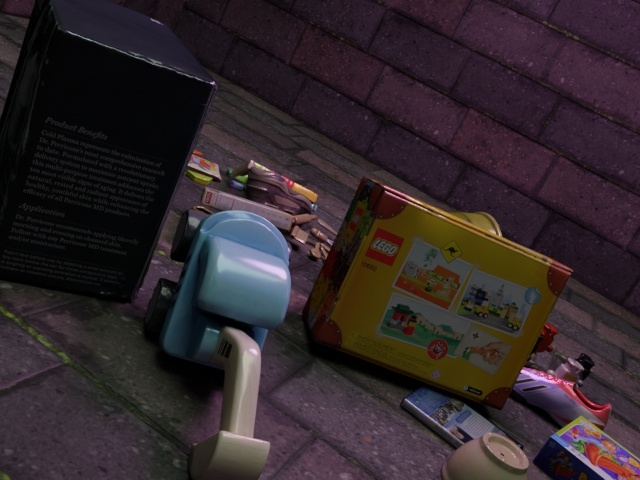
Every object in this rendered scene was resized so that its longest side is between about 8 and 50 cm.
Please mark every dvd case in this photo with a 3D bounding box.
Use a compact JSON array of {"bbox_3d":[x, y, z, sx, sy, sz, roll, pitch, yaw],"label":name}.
[{"bbox_3d":[0.312,0.405,1.529,0.253,0.022,0.180,35,19,23],"label":"dvd case"}]

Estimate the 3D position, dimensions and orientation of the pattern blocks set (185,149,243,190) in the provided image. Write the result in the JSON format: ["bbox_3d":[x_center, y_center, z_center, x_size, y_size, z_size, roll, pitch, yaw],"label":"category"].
[{"bbox_3d":[-0.416,-0.255,2.316,0.325,0.026,0.285,15,22,-33],"label":"pattern blocks set"}]

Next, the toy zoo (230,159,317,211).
[{"bbox_3d":[-0.135,-0.170,2.291,0.293,0.030,0.192,26,-13,-20],"label":"toy zoo"}]

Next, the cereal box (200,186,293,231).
[{"bbox_3d":[-0.199,-0.085,1.859,0.240,0.047,0.173,17,3,-11],"label":"cereal box"}]

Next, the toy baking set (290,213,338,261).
[{"bbox_3d":[-0.005,-0.005,2.145,0.197,0.030,0.256,51,29,11],"label":"toy baking set"}]

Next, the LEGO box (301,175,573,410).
[{"bbox_3d":[0.263,0.123,1.633,0.500,0.372,0.193,23,8,-14],"label":"LEGO box"}]

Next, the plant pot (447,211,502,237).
[{"bbox_3d":[0.251,0.073,1.903,0.353,0.366,0.366,10,22,-15],"label":"plant pot"}]

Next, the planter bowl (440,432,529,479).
[{"bbox_3d":[0.325,0.436,1.324,0.162,0.109,0.162,24,19,-9],"label":"planter bowl"}]

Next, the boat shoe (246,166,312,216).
[{"bbox_3d":[-0.140,-0.110,2.149,0.132,0.130,0.355,17,-9,28],"label":"boat shoe"}]

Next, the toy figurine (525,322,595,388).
[{"bbox_3d":[0.635,0.347,1.961,0.209,0.148,0.213,42,21,24],"label":"toy figurine"}]

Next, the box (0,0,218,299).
[{"bbox_3d":[-0.472,-0.216,1.419,0.297,0.471,0.480,16,21,-32],"label":"box"}]

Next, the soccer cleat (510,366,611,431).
[{"bbox_3d":[0.590,0.386,1.812,0.318,0.116,0.108,34,20,21],"label":"soccer cleat"}]

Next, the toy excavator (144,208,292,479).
[{"bbox_3d":[-0.157,0.153,1.191,0.222,0.433,0.445,20,-9,-20],"label":"toy excavator"}]

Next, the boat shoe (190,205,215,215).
[{"bbox_3d":[-0.205,0.003,1.777,0.307,0.104,0.111,18,19,-27],"label":"boat shoe"}]

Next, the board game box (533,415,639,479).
[{"bbox_3d":[0.670,0.549,1.542,0.347,0.078,0.233,38,21,30],"label":"board game box"}]
